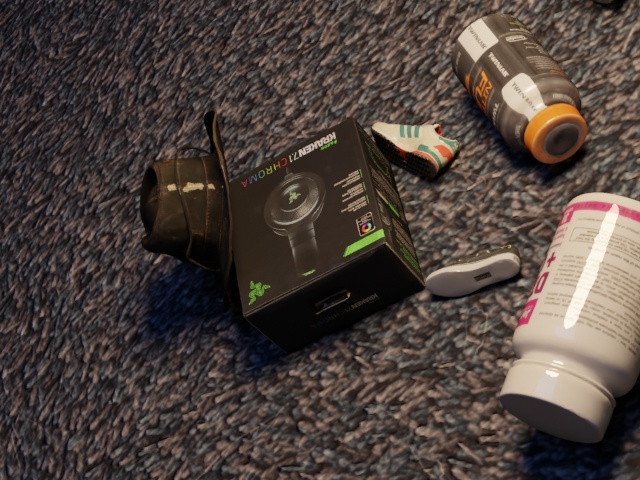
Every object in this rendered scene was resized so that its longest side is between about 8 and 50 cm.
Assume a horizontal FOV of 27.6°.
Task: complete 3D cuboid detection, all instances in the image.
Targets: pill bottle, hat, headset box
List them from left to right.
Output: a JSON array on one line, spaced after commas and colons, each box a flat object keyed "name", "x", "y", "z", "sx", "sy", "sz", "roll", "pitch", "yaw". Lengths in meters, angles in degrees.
[{"name": "hat", "x": -0.209, "y": -0.036, "z": 1.986, "sx": 0.133, "sy": 0.331, "sz": 0.331, "roll": -6, "pitch": 48, "yaw": -9}, {"name": "headset box", "x": 0.000, "y": 0.000, "z": 1.956, "sx": 0.246, "sy": 0.131, "sz": 0.283, "roll": -26, "pitch": 48, "yaw": 17}, {"name": "pill bottle", "x": 0.296, "y": -0.217, "z": 1.909, "sx": 0.130, "sy": 0.130, "sz": 0.246, "roll": -36, "pitch": 45, "yaw": 8}, {"name": "pill bottle", "x": 0.336, "y": 0.097, "z": 1.628, "sx": 0.160, "sy": 0.160, "sz": 0.283, "roll": 9, "pitch": 64, "yaw": 39}]

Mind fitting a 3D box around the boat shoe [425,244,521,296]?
[{"name": "boat shoe", "x": 0.217, "y": 0.042, "z": 1.839, "sx": 0.142, "sy": 0.049, "sz": 0.040, "roll": -16, "pitch": 32, "yaw": 23}]

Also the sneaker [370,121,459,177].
[{"name": "sneaker", "x": 0.149, "y": -0.154, "z": 2.029, "sx": 0.075, "sy": 0.057, "sz": 0.161, "roll": -38, "pitch": 41, "yaw": -18}]

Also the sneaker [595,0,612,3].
[{"name": "sneaker", "x": 0.384, "y": -0.487, "z": 2.050, "sx": 0.127, "sy": 0.126, "sz": 0.321, "roll": -46, "pitch": 44, "yaw": 2}]
